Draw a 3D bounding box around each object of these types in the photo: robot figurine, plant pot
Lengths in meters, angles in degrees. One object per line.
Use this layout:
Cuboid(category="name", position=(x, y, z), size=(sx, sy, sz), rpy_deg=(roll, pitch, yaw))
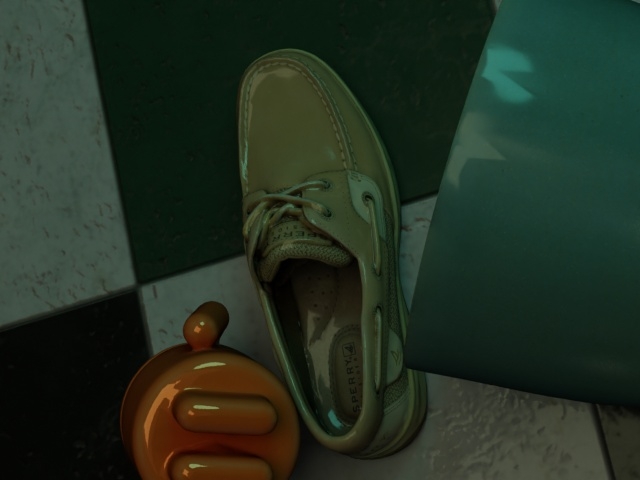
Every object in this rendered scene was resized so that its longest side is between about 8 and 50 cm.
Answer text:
Cuboid(category="robot figurine", position=(-0.086, 0.140, 1.277), size=(0.128, 0.219, 0.158), rpy_deg=(-35, 98, -9))
Cuboid(category="plant pot", position=(0.211, -0.019, 1.142), size=(0.235, 0.293, 0.293), rpy_deg=(16, 88, 10))

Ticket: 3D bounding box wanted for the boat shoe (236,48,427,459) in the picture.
Cuboid(category="boat shoe", position=(0.000, 0.000, 1.307), size=(0.121, 0.110, 0.341), rpy_deg=(-21, 75, 17))
